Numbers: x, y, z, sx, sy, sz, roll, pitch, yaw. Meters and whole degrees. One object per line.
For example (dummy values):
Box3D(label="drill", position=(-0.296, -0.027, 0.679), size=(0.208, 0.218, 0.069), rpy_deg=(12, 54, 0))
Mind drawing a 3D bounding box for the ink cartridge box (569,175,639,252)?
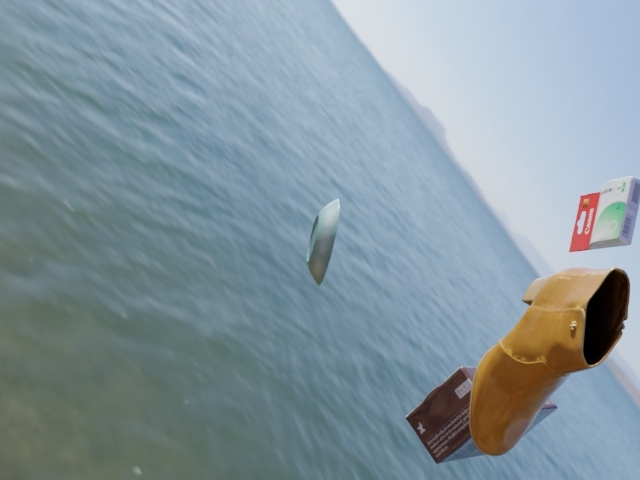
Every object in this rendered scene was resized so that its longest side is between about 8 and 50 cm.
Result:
Box3D(label="ink cartridge box", position=(0.747, -0.067, 2.079), size=(0.056, 0.181, 0.225), rpy_deg=(23, -15, -24))

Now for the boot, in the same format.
Box3D(label="boot", position=(0.309, 0.170, 1.062), size=(0.104, 0.295, 0.211), rpy_deg=(24, -8, -7))

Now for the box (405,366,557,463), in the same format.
Box3D(label="box", position=(0.392, 0.407, 1.843), size=(0.381, 0.191, 0.143), rpy_deg=(13, 36, -50))

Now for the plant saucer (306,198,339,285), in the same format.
Box3D(label="plant saucer", position=(0.000, 0.000, 1.678), size=(0.037, 0.195, 0.195), rpy_deg=(12, 20, -7))
